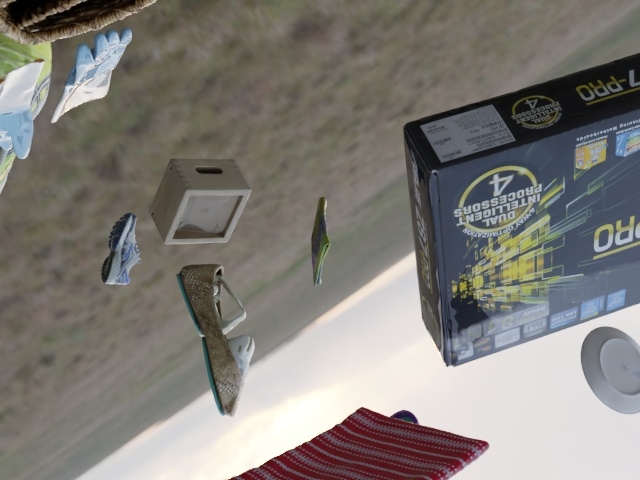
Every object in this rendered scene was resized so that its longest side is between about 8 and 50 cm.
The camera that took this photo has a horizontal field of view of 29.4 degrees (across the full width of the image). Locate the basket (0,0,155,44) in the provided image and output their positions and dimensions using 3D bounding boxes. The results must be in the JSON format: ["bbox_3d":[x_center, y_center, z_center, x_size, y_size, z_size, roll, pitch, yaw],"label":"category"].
[{"bbox_3d":[-0.345,-0.392,1.771,0.299,0.213,0.223,-22,-140,5],"label":"basket"}]

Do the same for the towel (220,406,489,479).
[{"bbox_3d":[0.038,0.262,1.397,0.199,0.031,0.275,9,-161,41],"label":"towel"}]

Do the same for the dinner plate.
[{"bbox_3d":[0.453,0.193,1.841,0.141,0.141,0.017,-33,176,-38],"label":"dinner plate"}]

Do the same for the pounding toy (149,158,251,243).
[{"bbox_3d":[-0.178,-0.063,1.848,0.141,0.100,0.130,-2,136,-34],"label":"pounding toy"}]

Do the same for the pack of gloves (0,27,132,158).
[{"bbox_3d":[-0.303,-0.154,1.393,0.195,0.046,0.232,-30,176,-23],"label":"pack of gloves"}]

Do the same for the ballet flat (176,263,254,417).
[{"bbox_3d":[-0.118,0.113,1.478,0.067,0.206,0.073,-19,156,-3],"label":"ballet flat"}]

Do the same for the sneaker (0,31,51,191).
[{"bbox_3d":[-0.512,-0.219,1.955,0.147,0.145,0.384,-18,-122,66],"label":"sneaker"}]

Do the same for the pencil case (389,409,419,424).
[{"bbox_3d":[0.149,0.350,2.097,0.065,0.070,0.151,-6,149,10],"label":"pencil case"}]

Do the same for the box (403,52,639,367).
[{"bbox_3d":[0.296,-0.044,1.352,0.395,0.097,0.318,-17,138,-8],"label":"box"}]

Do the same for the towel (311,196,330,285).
[{"bbox_3d":[0.000,0.000,1.242,0.083,0.009,0.060,-95,-166,-54],"label":"towel"}]

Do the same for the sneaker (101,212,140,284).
[{"bbox_3d":[-0.354,0.017,2.209,0.052,0.058,0.135,16,-92,57],"label":"sneaker"}]
